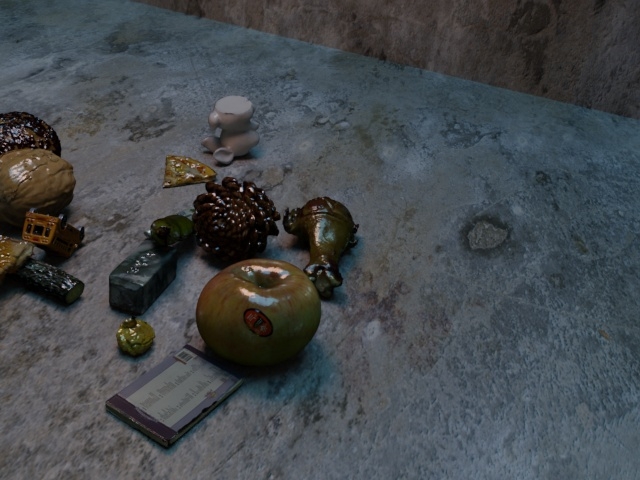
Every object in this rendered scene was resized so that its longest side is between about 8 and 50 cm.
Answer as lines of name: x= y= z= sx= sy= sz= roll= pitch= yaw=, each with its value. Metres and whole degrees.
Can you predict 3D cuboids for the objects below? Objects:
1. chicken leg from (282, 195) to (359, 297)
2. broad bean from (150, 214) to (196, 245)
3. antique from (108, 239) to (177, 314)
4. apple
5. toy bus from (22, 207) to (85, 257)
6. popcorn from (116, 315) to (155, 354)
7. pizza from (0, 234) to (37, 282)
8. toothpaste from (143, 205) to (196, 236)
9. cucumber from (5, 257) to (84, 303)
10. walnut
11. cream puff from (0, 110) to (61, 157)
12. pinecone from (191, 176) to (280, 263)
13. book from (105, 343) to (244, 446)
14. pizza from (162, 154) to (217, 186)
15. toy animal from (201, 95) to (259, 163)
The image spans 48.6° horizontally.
chicken leg: x=-0.007 y=-0.014 z=1.851 sx=0.212 sy=0.140 sz=0.361 roll=22 pitch=29 yaw=2
broad bean: x=-0.360 y=-0.028 z=1.726 sx=0.077 sy=0.061 sz=0.339 roll=21 pitch=7 yaw=1
antique: x=-0.408 y=0.085 z=1.623 sx=0.088 sy=0.086 sz=0.183 roll=16 pitch=32 yaw=9
apple: x=-0.130 y=0.151 z=1.502 sx=0.261 sy=0.193 sz=0.260 roll=6 pitch=30 yaw=-4
toy bus: x=-0.627 y=-0.013 z=1.669 sx=0.083 sy=0.088 sz=0.194 roll=11 pitch=-11 yaw=2
popcorn: x=-0.386 y=0.188 z=1.474 sx=0.084 sy=0.084 sz=0.084 roll=8 pitch=32 yaw=-5
pizza: x=-0.733 y=0.057 z=1.511 sx=0.147 sy=0.069 sz=0.226 roll=43 pitch=56 yaw=-18
toothpaste: x=-0.375 y=-0.056 z=1.908 sx=0.067 sy=0.037 sz=0.255 roll=23 pitch=30 yaw=27
cucumber: x=-0.668 y=0.065 z=1.599 sx=0.294 sy=0.067 sz=0.067 roll=20 pitch=33 yaw=16
walnut: x=-0.734 y=-0.132 z=1.779 sx=0.198 sy=0.198 sz=0.245 roll=21 pitch=31 yaw=17
cream puff: x=-0.846 y=-0.267 z=1.977 sx=0.239 sy=0.164 sz=0.239 roll=6 pitch=31 yaw=-3
pinecone: x=-0.205 y=-0.047 z=1.794 sx=0.222 sy=0.221 sz=0.221 roll=8 pitch=32 yaw=-5
book: x=-0.279 y=0.297 z=1.388 sx=0.158 sy=0.026 sz=0.231 roll=23 pitch=33 yaw=24
pizza: x=-0.425 y=-0.208 z=2.130 sx=0.185 sy=0.036 sz=0.176 roll=28 pitch=36 yaw=26
toy animal: x=-0.285 y=-0.352 z=2.254 sx=0.179 sy=0.193 sz=0.127 roll=-21 pitch=47 yaw=-37
